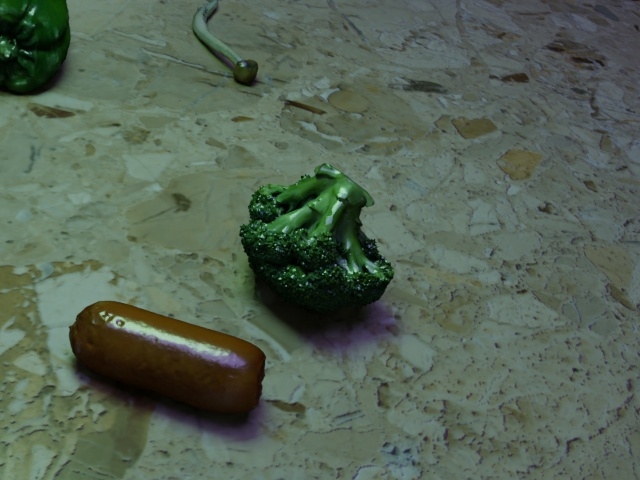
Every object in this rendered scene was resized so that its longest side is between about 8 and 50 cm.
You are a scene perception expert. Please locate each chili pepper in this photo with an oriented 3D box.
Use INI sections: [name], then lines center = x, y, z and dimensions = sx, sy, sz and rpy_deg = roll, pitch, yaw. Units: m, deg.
[chili pepper]
center = -0.466, -0.370, 1.311
dimensions = 0.213, 0.167, 0.385
rpy_deg = 0, 39, -27

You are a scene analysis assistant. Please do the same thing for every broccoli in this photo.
[broccoli]
center = 0.000, 0.000, 1.051
dimensions = 0.195, 0.156, 0.195
rpy_deg = 33, 5, -3

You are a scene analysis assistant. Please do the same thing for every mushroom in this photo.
[mushroom]
center = -0.170, -0.347, 1.527
dimensions = 0.068, 0.043, 0.306
rpy_deg = 15, 30, -35

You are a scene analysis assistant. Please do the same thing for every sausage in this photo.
[sausage]
center = -0.148, 0.111, 0.897
dimensions = 0.198, 0.076, 0.076
rpy_deg = 18, 36, 1
